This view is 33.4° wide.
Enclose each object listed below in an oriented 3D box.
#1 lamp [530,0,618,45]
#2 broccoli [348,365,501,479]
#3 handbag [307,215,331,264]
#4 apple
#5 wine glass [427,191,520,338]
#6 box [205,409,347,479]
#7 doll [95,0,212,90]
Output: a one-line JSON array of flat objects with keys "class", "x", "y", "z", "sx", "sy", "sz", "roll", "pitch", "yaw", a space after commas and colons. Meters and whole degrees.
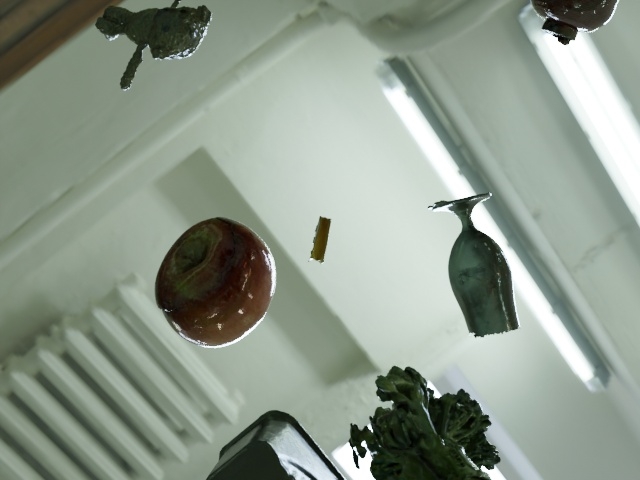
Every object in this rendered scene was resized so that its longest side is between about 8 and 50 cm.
[{"class": "lamp", "x": 0.486, "y": -0.499, "z": 2.011, "sx": 0.258, "sy": 0.180, "sz": 0.180, "roll": -68, "pitch": -157, "yaw": 10}, {"class": "broccoli", "x": 0.137, "y": 0.239, "z": 1.277, "sx": 0.177, "sy": 0.199, "sz": 0.275, "roll": -14, "pitch": 169, "yaw": -9}, {"class": "handbag", "x": 0.000, "y": 0.000, "z": 1.922, "sx": 0.061, "sy": 0.027, "sz": 0.083, "roll": 121, "pitch": -19, "yaw": -81}, {"class": "apple", "x": -0.209, "y": 0.088, "z": 2.220, "sx": 0.251, "sy": 0.206, "sz": 0.272, "roll": -32, "pitch": -143, "yaw": 17}, {"class": "wine glass", "x": 0.243, "y": 0.040, "z": 1.652, "sx": 0.103, "sy": 0.222, "sz": 0.103, "roll": -14, "pitch": 174, "yaw": -2}, {"class": "box", "x": -0.026, "y": 0.354, "z": 1.323, "sx": 0.138, "sy": 0.274, "sz": 0.178, "roll": -41, "pitch": 174, "yaw": 4}, {"class": "doll", "x": -0.296, "y": -0.381, "z": 1.864, "sx": 0.202, "sy": 0.091, "sz": 0.286, "roll": -32, "pitch": -144, "yaw": 3}]
